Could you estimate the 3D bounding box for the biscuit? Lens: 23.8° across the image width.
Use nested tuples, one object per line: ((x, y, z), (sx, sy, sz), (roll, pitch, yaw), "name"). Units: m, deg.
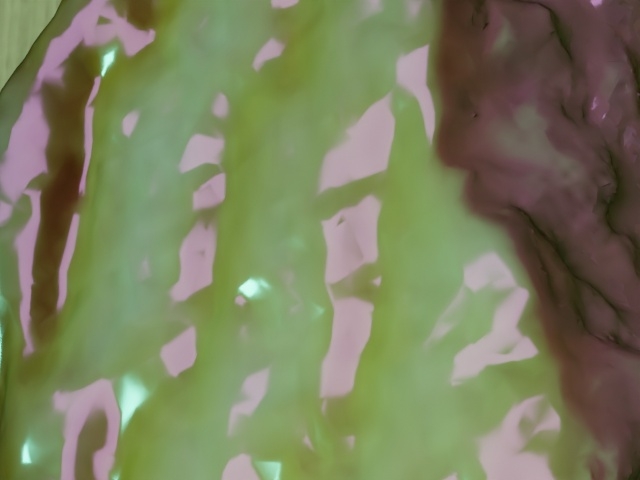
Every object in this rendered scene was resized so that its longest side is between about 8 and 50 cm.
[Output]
((0.001, 0.000, 0.412), (0.213, 0.091, 0.274), (-17, 68, 32), "biscuit")
